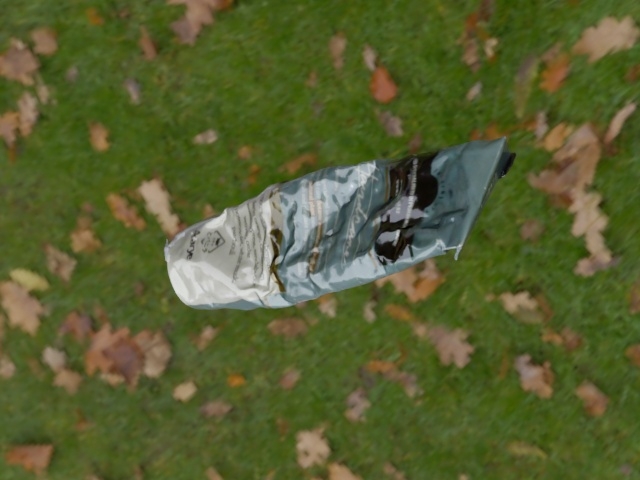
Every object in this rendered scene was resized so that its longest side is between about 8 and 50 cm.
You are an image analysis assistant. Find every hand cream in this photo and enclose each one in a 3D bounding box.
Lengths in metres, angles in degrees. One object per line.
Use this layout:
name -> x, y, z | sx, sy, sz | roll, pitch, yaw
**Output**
hand cream -> 0.000, 0.000, 0.781 | 0.248, 0.052, 0.075 | -13, 61, 43
